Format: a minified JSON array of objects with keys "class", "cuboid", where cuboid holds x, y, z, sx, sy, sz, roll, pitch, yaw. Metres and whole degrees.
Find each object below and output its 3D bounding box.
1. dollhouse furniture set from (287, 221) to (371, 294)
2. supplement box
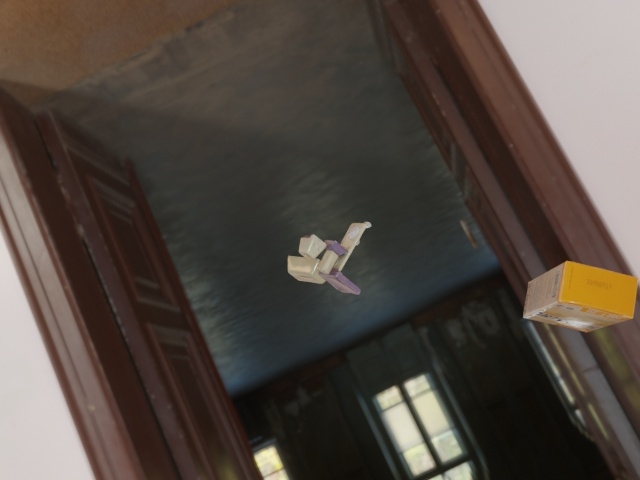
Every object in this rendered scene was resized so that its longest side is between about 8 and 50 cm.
[{"class":"dollhouse furniture set","cuboid":[0.000,0.000,0.946,0.114,0.091,0.081,4,-121,54]},{"class":"supplement box","cuboid":[0.218,0.050,0.699,0.062,0.036,0.098,13,167,0]}]
